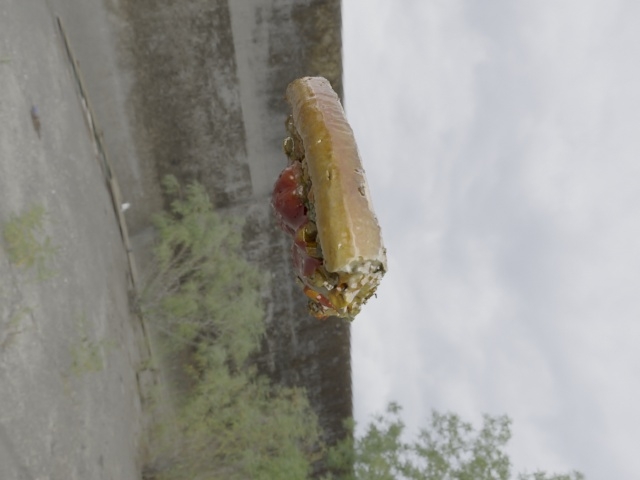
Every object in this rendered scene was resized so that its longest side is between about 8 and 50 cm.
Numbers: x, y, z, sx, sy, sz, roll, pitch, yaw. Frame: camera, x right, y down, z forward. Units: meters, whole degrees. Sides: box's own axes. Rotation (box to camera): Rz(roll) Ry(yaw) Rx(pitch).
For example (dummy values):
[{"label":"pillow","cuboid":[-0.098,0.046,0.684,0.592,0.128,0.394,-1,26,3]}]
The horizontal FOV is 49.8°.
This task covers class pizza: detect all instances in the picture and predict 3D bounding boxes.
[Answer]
[{"label":"pizza","cuboid":[0.000,0.000,0.490,0.199,0.062,0.188,85,-4,-45]}]
